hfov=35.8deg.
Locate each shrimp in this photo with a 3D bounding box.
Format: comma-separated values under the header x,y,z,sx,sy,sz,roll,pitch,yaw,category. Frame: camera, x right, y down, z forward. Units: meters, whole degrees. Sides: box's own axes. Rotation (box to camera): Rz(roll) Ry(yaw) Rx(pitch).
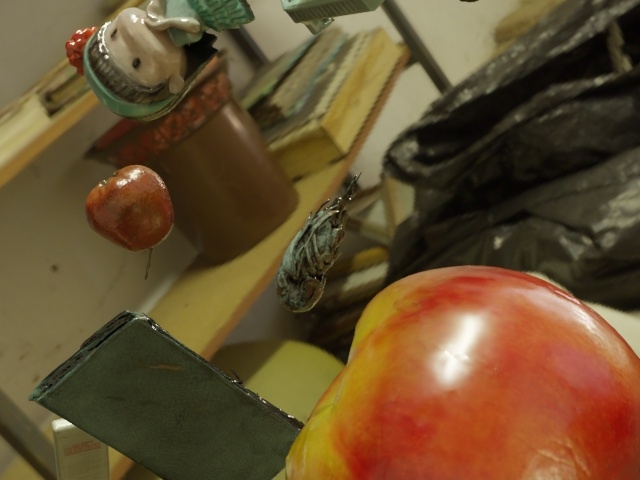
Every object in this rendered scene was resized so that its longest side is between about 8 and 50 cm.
x,y,z,sx,sy,sz,roll,pitch,yaw,category
0.000,0.000,1.424,0.090,0.079,0.232,1,-58,-58,shrimp

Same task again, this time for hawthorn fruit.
x,y,z,sx,sy,sz,roll,pitch,yaw,category
-0.349,-0.039,1.908,0.163,0.203,0.162,-32,17,11,hawthorn fruit

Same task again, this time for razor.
x,y,z,sx,sy,sz,roll,pitch,yaw,category
0.003,-0.283,1.178,0.056,0.111,0.278,-45,23,-5,razor

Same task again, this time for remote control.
x,y,z,sx,sy,sz,roll,pitch,yaw,category
-0.390,0.356,1.624,0.088,0.190,0.029,-11,40,-20,remote control

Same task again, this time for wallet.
x,y,z,sx,sy,sz,roll,pitch,yaw,category
-0.190,0.244,1.358,0.191,0.379,0.046,-41,35,8,wallet

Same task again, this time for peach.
x,y,z,sx,sy,sz,roll,pitch,yaw,category
0.168,0.217,0.972,0.388,0.388,0.388,-34,18,13,peach

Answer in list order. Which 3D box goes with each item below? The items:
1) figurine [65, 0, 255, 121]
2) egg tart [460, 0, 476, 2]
x,y,z,sx,sy,sz,roll,pitch,yaw,category
-0.157,-0.237,1.067,0.245,0.110,0.138,-41,60,12,figurine
0.214,-0.458,1.388,0.215,0.215,0.171,-37,47,2,egg tart
